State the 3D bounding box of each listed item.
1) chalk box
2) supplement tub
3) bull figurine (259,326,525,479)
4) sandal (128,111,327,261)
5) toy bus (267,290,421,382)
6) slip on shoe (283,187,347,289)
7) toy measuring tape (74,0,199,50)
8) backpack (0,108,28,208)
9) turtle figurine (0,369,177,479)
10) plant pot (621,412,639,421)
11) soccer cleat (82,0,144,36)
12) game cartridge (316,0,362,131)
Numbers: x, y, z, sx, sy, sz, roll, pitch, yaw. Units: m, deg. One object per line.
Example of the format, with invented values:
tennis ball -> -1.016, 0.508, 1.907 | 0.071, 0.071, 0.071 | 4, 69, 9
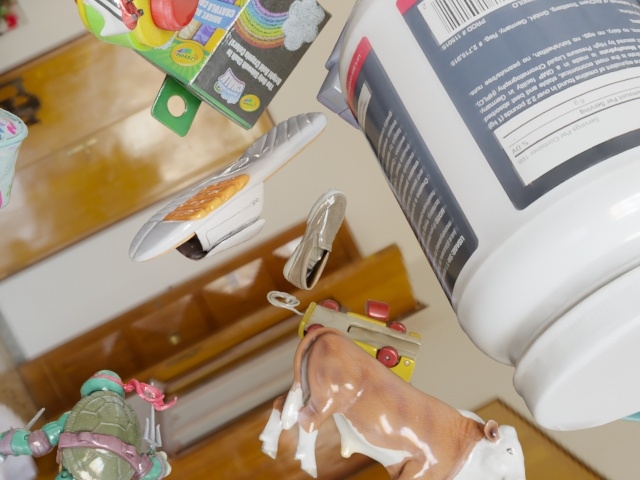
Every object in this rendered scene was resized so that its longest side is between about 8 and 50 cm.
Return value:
chalk box -> -0.160, -0.297, 1.659 | 0.179, 0.289, 0.180 | 38, 2, 33
supplement tub -> 0.142, -0.045, 0.662 | 0.191, 0.191, 0.272 | 73, -7, -61
bull figurine -> 0.085, 0.235, 1.282 | 0.310, 0.188, 0.101 | 34, -19, 5
sandal -> -0.082, -0.041, 1.179 | 0.076, 0.265, 0.102 | 59, -18, -21
toy bus -> 0.038, 0.158, 1.504 | 0.202, 0.191, 0.104 | 39, -59, 48
slip on shoe -> 0.000, 0.000, 1.399 | 0.051, 0.135, 0.041 | 25, 8, -44
toy measuring tape -> -0.193, -0.233, 0.971 | 0.121, 0.121, 0.330 | 62, 17, 5
backpack -> -0.436, -0.110, 1.141 | 0.225, 0.191, 0.253 | 23, 13, 16
turtle figurine -> -0.217, 0.205, 1.008 | 0.118, 0.175, 0.234 | 123, -21, -48
plant pot -> 0.360, 0.013, 1.213 | 0.293, 0.293, 0.235 | 65, 26, -20
soccer cleat -> -0.153, -0.181, 0.758 | 0.029, 0.036, 0.083 | -65, 135, -67
game cartridge -> 0.145, -0.267, 1.489 | 0.230, 0.355, 0.068 | 32, -30, -14
